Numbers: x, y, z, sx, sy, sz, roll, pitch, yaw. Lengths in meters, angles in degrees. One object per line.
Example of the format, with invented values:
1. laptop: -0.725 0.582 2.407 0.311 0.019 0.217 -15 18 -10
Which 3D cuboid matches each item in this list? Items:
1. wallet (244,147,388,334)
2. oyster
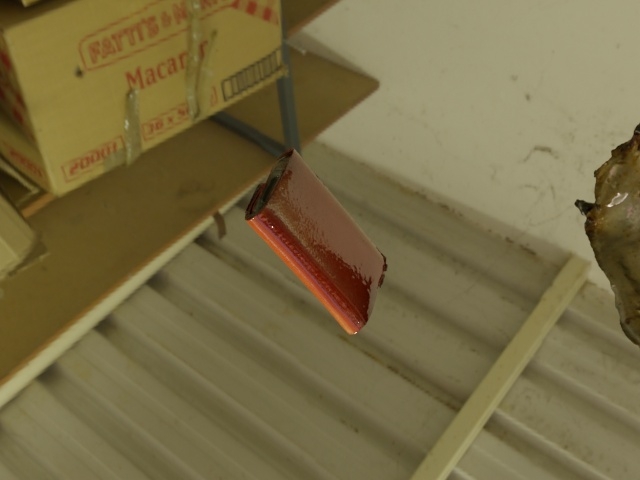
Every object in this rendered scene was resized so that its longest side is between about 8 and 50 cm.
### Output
1. wallet: 0.000 0.000 0.964 0.045 0.204 0.142 -24 -151 35
2. oyster: 0.446 -0.007 0.980 0.096 0.221 0.361 5 -133 -11
